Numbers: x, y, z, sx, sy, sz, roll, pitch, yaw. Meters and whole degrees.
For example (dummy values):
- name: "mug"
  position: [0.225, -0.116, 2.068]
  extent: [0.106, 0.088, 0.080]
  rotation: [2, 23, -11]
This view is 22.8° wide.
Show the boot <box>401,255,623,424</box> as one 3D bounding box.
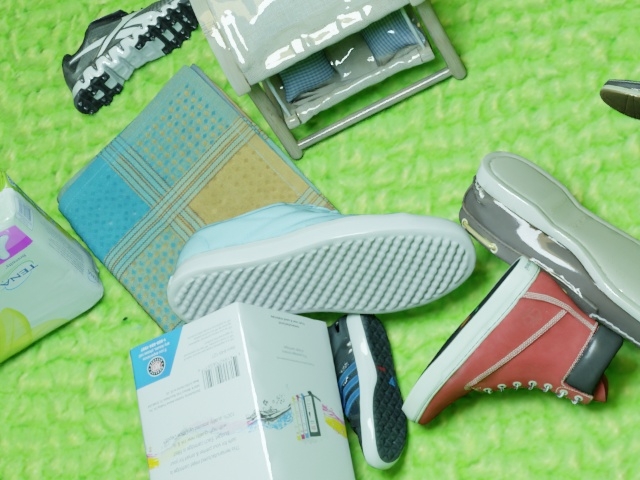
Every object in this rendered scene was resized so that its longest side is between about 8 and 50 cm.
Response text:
- name: "boot"
  position: [0.216, 0.157, 1.762]
  extent: [0.176, 0.088, 0.244]
  rotation: [40, 119, 0]

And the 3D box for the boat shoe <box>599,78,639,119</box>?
- name: "boat shoe"
  position: [0.406, -0.167, 1.857]
  extent: [0.152, 0.056, 0.049]
  rotation: [16, 69, 18]

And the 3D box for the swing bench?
- name: "swing bench"
  position: [0.008, -0.265, 1.945]
  extent: [0.253, 0.254, 0.165]
  rotation: [-27, 60, 10]

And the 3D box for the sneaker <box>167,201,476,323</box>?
- name: "sneaker"
  position: [0.000, 0.000, 1.867]
  extent: [0.366, 0.135, 0.150]
  rotation: [-6, 42, 10]

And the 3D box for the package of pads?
- name: "package of pads"
  position: [-0.450, 0.068, 2.001]
  extent: [0.297, 0.229, 0.101]
  rotation: [-32, 52, 7]

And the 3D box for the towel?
- name: "towel"
  position: [-0.152, -0.028, 2.034]
  extent: [0.271, 0.040, 0.370]
  rotation: [-45, 60, 0]

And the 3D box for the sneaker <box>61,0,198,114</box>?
- name: "sneaker"
  position: [-0.265, -0.282, 2.170]
  extent: [0.234, 0.078, 0.106]
  rotation: [-40, 61, 4]

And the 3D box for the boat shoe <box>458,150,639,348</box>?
- name: "boat shoe"
  position: [0.291, 0.032, 1.786]
  extent: [0.324, 0.117, 0.096]
  rotation: [40, 127, 19]

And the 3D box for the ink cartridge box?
- name: "ink cartridge box"
  position: [-0.084, 0.214, 1.783]
  extent: [0.171, 0.168, 0.232]
  rotation: [-24, 66, 31]

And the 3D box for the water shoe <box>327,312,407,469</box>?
- name: "water shoe"
  position: [0.047, 0.181, 1.847]
  extent: [0.080, 0.073, 0.203]
  rotation: [-28, 51, 30]
